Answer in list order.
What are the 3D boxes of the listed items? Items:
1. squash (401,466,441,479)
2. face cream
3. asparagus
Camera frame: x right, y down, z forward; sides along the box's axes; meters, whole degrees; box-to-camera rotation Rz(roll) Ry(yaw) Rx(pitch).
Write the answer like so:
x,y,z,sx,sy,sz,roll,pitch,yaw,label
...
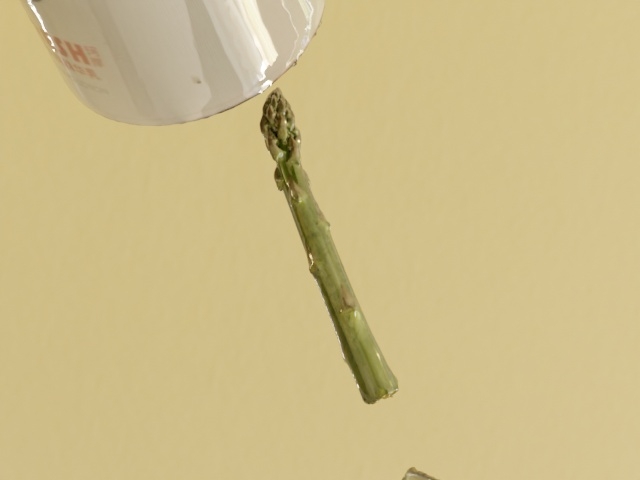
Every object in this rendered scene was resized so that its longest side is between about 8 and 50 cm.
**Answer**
x,y,z,sx,sy,sz,roll,pitch,yaw,label
0.047,0.224,0.650,0.155,0.204,0.237,-26,19,-11,squash
-0.072,-0.137,0.530,0.095,0.096,0.214,14,-31,27,face cream
0.000,0.000,0.593,0.014,0.114,0.015,-26,-16,20,asparagus
